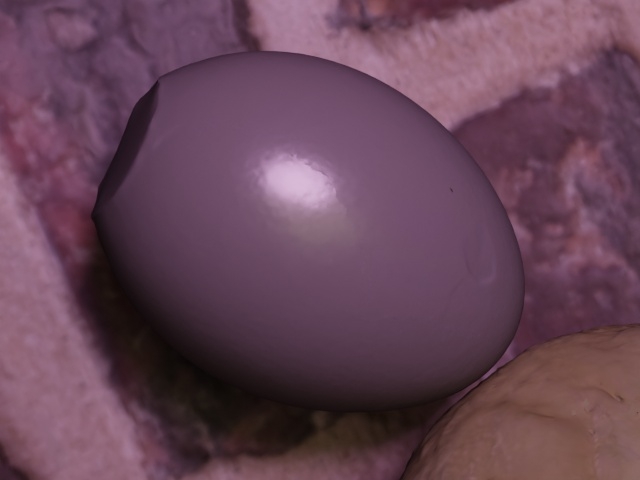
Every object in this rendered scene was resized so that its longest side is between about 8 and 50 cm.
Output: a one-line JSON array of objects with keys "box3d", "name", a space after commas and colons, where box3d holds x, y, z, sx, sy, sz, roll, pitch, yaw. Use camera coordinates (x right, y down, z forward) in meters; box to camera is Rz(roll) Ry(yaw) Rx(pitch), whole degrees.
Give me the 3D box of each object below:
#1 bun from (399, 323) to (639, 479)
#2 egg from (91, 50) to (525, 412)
[{"box3d": [0.211, 0.196, 0.909, 0.364, 0.202, 0.364, 14, 56, -21], "name": "bun"}, {"box3d": [0.000, 0.000, 0.933, 0.231, 0.176, 0.176, 26, 76, -21], "name": "egg"}]
